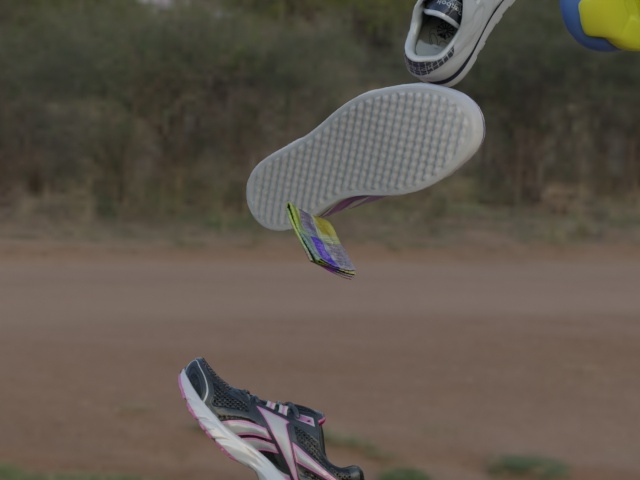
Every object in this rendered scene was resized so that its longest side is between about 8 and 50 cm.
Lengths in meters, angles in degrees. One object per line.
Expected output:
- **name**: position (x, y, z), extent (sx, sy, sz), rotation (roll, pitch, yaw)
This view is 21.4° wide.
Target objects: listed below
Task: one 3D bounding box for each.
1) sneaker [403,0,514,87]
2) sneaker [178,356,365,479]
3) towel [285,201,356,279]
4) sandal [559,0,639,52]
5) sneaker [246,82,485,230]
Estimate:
- **sneaker**: position (0.156, -0.271, 1.746), extent (0.090, 0.235, 0.095), rotation (23, 0, 21)
- **sneaker**: position (-0.035, 0.155, 1.362), extent (0.178, 0.077, 0.072), rotation (46, -2, 6)
- **towel**: position (0.000, 0.000, 1.393), extent (0.009, 0.060, 0.083), rotation (-32, -23, 15)
- **sandal**: position (0.235, -0.250, 1.397), extent (0.138, 0.126, 0.317), rotation (2, 32, 21)
- **sneaker**: position (0.072, -0.093, 1.647), extent (0.282, 0.102, 0.161), rotation (-16, -1, 43)
